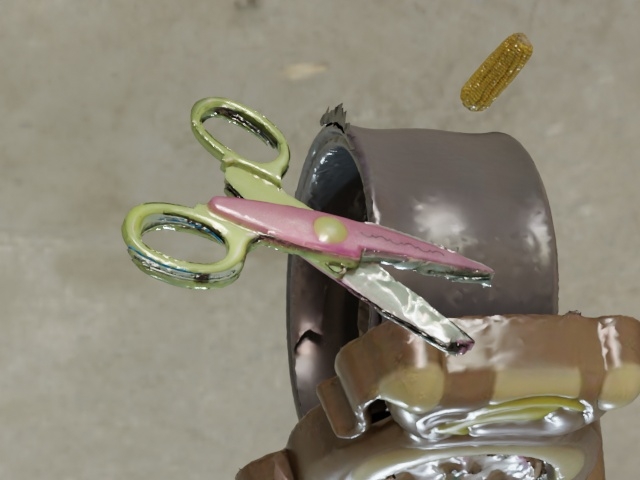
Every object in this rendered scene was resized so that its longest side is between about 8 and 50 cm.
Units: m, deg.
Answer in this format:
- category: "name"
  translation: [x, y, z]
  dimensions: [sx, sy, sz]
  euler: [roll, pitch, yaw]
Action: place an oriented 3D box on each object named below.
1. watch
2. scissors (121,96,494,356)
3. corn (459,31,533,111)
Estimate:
- category: "watch"
  translation: [0.087, 0.049, 1.174]
  dimensions: [0.314, 0.326, 0.335]
  euler: [0, 147, -15]
- category: "scissors"
  translation: [0.000, 0.000, 0.752]
  dimensions: [0.187, 0.133, 0.020]
  euler: [25, 137, -2]
- category: "corn"
  translation: [0.177, -0.169, 1.465]
  dimensions: [0.037, 0.037, 0.092]
  euler: [24, 118, -34]
